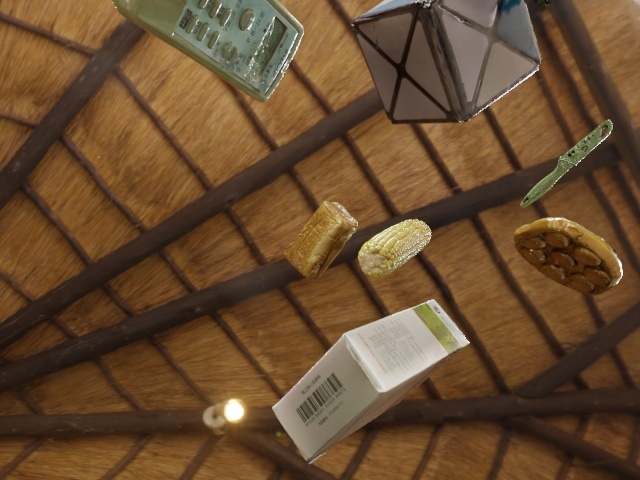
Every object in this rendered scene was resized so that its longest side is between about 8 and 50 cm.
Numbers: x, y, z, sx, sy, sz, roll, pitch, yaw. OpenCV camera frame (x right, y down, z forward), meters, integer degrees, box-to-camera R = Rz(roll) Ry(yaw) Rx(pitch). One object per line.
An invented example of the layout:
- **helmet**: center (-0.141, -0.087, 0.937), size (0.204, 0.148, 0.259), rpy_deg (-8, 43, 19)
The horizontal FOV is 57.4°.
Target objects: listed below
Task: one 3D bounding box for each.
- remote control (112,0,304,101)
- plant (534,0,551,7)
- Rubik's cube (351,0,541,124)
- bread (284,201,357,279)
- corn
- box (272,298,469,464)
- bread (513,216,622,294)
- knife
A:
- **remote control**: center (-0.093, -0.211, 0.555), size (0.098, 0.038, 0.233), rpy_deg (-59, -23, 7)
- **plant**: center (0.506, -0.560, 1.326), size (0.051, 0.051, 0.102), rpy_deg (29, -133, -30)
- **Rubik's cube**: center (0.308, -0.488, 1.441), size (0.307, 0.305, 0.310), rpy_deg (-36, -66, -19)
- **bread**: center (0.000, 0.000, 0.969), size (0.074, 0.132, 0.053), rpy_deg (42, -166, 28)
- **corn**: center (0.156, 0.011, 1.210), size (0.248, 0.081, 0.081), rpy_deg (-27, -85, -55)
- **box**: center (0.090, 0.219, 0.963), size (0.299, 0.200, 0.106), rpy_deg (-10, -123, -53)
- **bread**: center (0.240, 0.015, 0.573), size (0.110, 0.110, 0.024), rpy_deg (43, -104, -22)
- **knife**: center (0.605, -0.186, 1.457), size (0.019, 0.293, 0.043), rpy_deg (-2, -128, -50)
